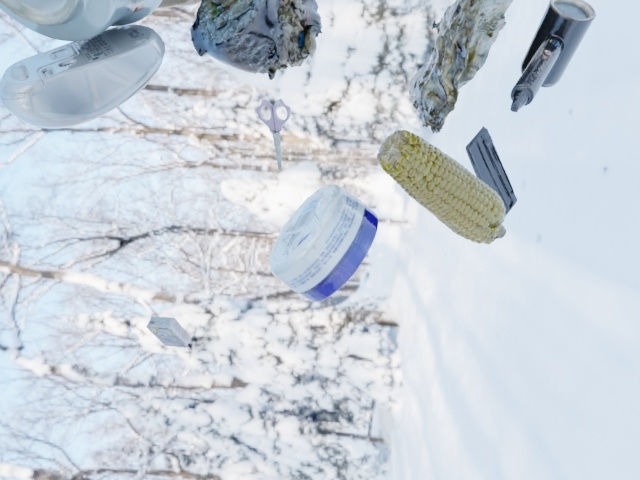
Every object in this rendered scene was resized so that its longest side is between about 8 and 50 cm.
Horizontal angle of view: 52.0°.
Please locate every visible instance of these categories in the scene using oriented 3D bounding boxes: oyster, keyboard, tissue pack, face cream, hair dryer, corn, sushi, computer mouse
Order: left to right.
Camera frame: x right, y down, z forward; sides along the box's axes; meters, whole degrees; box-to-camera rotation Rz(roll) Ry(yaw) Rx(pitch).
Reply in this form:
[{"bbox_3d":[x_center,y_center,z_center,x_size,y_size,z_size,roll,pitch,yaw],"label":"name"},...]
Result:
[{"bbox_3d":[-0.412,-0.281,1.168,0.184,0.296,0.121,38,148,47],"label":"computer mouse"},{"bbox_3d":[-0.327,0.197,1.415,0.083,0.063,0.035,65,-148,-50],"label":"tissue pack"},{"bbox_3d":[-0.114,-0.438,1.322,0.218,0.224,0.239,11,-105,-46],"label":"sushi"},{"bbox_3d":[0.000,0.000,1.195,0.206,0.111,0.206,-45,21,24],"label":"face cream"},{"bbox_3d":[0.205,-0.283,1.071,0.204,0.110,0.396,-60,-1,-20],"label":"oyster"},{"bbox_3d":[0.243,-0.096,1.265,0.119,0.321,0.119,-43,29,31],"label":"corn"},{"bbox_3d":[0.412,-0.154,1.579,0.087,0.017,0.251,-48,-52,-16],"label":"keyboard"},{"bbox_3d":[0.312,-0.244,0.954,0.255,0.069,0.128,-51,-15,-35],"label":"hair dryer"}]

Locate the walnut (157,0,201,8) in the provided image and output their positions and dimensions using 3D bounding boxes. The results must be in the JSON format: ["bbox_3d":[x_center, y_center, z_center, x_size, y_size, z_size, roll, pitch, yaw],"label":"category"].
[{"bbox_3d":[-0.315,-0.613,1.334,0.296,0.284,0.286,-19,-66,-69],"label":"walnut"}]

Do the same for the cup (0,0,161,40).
[{"bbox_3d":[-0.428,-0.458,1.038,0.347,0.346,0.163,90,-164,-49],"label":"cup"}]

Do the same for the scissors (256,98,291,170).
[{"bbox_3d":[-0.128,-0.301,1.889,0.021,0.110,0.213,-39,-50,-57],"label":"scissors"}]
